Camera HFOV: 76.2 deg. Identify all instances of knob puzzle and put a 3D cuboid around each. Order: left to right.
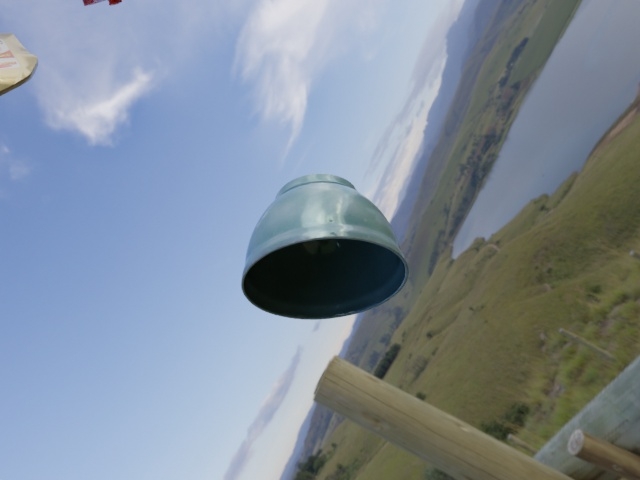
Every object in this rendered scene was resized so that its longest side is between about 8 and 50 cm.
[{"bbox_3d":[-0.621,-0.312,0.743,0.213,0.213,0.030,-51,-11,-44],"label":"knob puzzle"}]

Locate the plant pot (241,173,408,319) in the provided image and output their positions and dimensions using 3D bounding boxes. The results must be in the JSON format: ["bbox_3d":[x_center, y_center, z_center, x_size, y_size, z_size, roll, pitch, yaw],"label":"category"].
[{"bbox_3d":[0.000,0.000,0.772,0.293,0.293,0.196,98,168,-55],"label":"plant pot"}]

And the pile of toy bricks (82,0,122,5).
[{"bbox_3d":[-0.098,-0.124,0.119,0.212,0.118,0.105,-45,-49,-34],"label":"pile of toy bricks"}]
